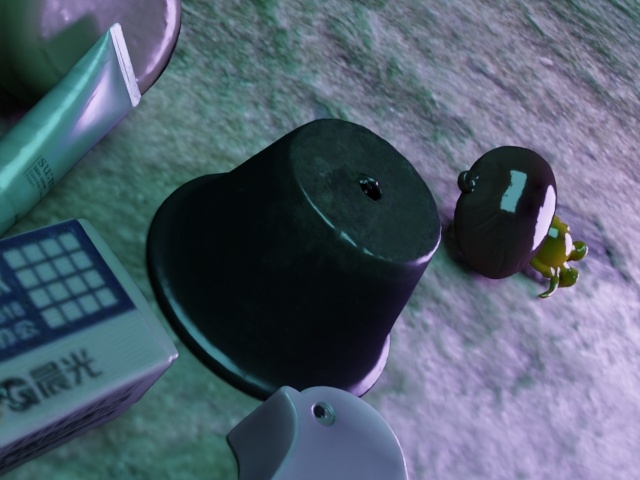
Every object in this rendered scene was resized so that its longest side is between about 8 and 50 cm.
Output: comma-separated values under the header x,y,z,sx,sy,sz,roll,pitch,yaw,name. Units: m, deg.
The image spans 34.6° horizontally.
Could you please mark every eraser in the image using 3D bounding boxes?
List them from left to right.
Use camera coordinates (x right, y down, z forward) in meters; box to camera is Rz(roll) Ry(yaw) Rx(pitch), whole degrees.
x,y,z,sx,sy,sz,roll,pitch,yaw,name
-0.224,0.082,0.598,0.279,0.081,0.124,-22,72,-50,eraser

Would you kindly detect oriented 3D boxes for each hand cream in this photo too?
x,y,z,sx,sy,sz,roll,pitch,yaw,name
-0.197,-0.073,0.752,0.050,0.078,0.205,16,50,25,hand cream

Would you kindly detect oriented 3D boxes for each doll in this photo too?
x,y,z,sx,sy,sz,roll,pitch,yaw,name
0.203,-0.010,1.070,0.145,0.096,0.188,-44,118,-29,doll

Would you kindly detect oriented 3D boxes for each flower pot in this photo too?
x,y,z,sx,sy,sz,roll,pitch,yaw,name
0.000,0.000,0.823,0.235,0.148,0.235,25,42,-24,flower pot

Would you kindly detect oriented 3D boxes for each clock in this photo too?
x,y,z,sx,sy,sz,roll,pitch,yaw,name
0.045,0.252,0.679,0.290,0.080,0.275,30,40,-17,clock

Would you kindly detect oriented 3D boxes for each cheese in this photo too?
x,y,z,sx,sy,sz,roll,pitch,yaw,name
-0.216,-0.193,0.762,0.082,0.163,0.286,26,-2,31,cheese
